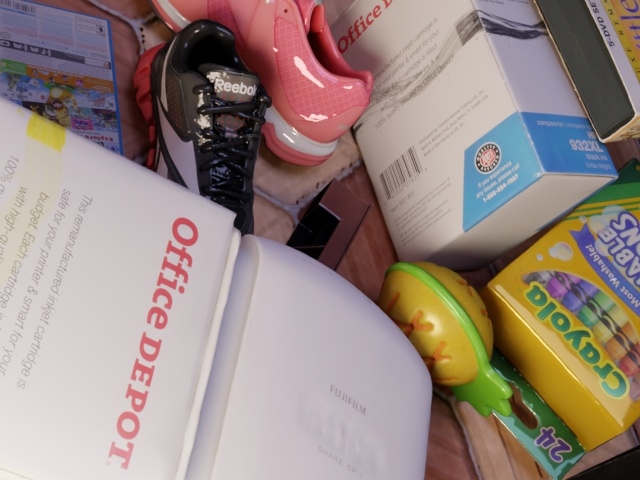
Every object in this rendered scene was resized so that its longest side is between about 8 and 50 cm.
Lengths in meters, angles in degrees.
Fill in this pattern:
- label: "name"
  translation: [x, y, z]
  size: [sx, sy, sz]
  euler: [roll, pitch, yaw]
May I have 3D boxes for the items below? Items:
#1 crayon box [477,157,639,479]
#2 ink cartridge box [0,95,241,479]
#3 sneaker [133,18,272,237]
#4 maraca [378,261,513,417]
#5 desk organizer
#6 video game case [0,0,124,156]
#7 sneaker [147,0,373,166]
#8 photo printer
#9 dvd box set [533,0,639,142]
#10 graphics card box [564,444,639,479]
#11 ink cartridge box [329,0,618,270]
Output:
- label: "crayon box"
  translation: [0.300, 0.078, 1.203]
  size: [0.323, 0.083, 0.203]
  euler: [-37, 80, -28]
- label: "ink cartridge box"
  translation: [-0.279, 0.041, 0.815]
  size: [0.384, 0.160, 0.279]
  euler: [27, 51, -21]
- label: "sneaker"
  translation: [-0.104, -0.090, 1.046]
  size: [0.097, 0.135, 0.276]
  euler: [6, 61, -36]
- label: "maraca"
  translation: [0.125, 0.099, 1.109]
  size: [0.099, 0.127, 0.186]
  euler: [-36, 95, -19]
- label: "desk organizer"
  translation: [0.000, 0.000, 1.127]
  size: [0.050, 0.047, 0.130]
  euler: [38, 47, -8]
- label: "video game case"
  translation: [-0.250, -0.152, 1.059]
  size: [0.119, 0.015, 0.166]
  euler: [8, 58, -33]
- label: "sneaker"
  translation: [-0.060, -0.233, 1.159]
  size: [0.314, 0.136, 0.116]
  euler: [50, 36, -1]
- label: "photo printer"
  translation: [-0.016, 0.161, 0.945]
  size: [0.256, 0.107, 0.308]
  euler: [39, 45, -31]
- label: "dvd box set"
  translation: [0.413, -0.272, 1.249]
  size: [0.420, 0.062, 0.308]
  euler: [-9, 70, -33]
- label: "graphics card box"
  translation: [0.468, 0.219, 1.207]
  size: [0.371, 0.233, 0.094]
  euler: [-11, 71, -39]
- label: "ink cartridge box"
  translation: [0.150, -0.149, 1.207]
  size: [0.129, 0.223, 0.308]
  euler: [-2, 64, -38]
